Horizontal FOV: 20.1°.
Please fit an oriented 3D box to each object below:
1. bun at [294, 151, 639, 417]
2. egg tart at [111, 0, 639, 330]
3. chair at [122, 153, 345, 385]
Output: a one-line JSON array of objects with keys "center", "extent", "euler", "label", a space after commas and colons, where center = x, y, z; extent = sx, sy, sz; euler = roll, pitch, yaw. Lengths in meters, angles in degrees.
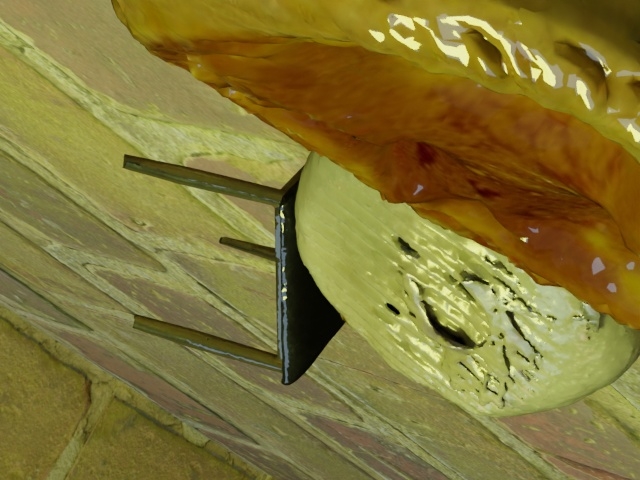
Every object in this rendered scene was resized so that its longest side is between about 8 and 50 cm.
[{"center": [0.111, -0.004, 1.217], "extent": [0.273, 0.168, 0.273], "euler": [28, 141, 25], "label": "bun"}, {"center": [0.112, -0.083, 0.825], "extent": [0.443, 0.178, 0.443], "euler": [28, 177, 2], "label": "egg tart"}, {"center": [0.000, 0.000, 1.411], "extent": [0.272, 0.166, 0.188], "euler": [14, 124, 22], "label": "chair"}]
